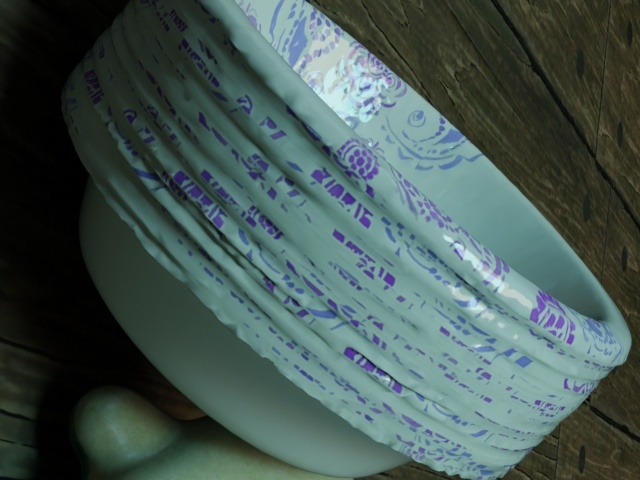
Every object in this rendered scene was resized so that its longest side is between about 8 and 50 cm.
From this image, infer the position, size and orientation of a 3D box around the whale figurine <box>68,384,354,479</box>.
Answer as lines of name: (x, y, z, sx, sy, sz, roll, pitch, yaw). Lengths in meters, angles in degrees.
whale figurine: (-0.092, 0.177, 0.559, 0.272, 0.141, 0.216, 0, 67, -44)

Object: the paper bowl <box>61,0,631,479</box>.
paper bowl: (0.000, 0.000, 0.592, 0.148, 0.284, 0.284, -48, 157, 13)
